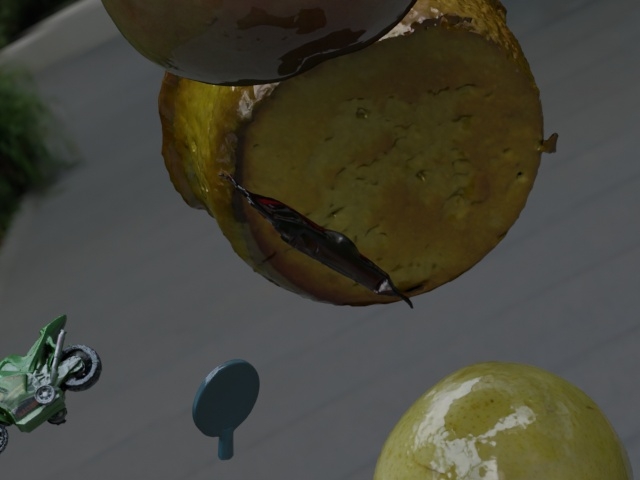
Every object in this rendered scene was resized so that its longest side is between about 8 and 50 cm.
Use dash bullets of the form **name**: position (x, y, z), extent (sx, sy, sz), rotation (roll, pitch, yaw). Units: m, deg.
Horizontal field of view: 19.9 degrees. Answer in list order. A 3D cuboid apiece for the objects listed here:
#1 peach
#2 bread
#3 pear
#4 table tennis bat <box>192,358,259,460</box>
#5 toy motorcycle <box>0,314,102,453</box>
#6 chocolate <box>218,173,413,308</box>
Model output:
- **peach**: position (-0.047, -0.250, 1.489), extent (0.292, 0.248, 0.292), rotation (-1, 7, 0)
- **bread**: position (0.034, -0.113, 1.877), extent (0.398, 0.398, 0.215), rotation (-28, 35, 1)
- **pear**: position (0.208, 0.292, 2.016), extent (0.309, 0.309, 0.309), rotation (-27, 13, 6)
- **table tennis bat**: position (-0.118, 0.215, 2.292), extent (0.100, 0.155, 0.019), rotation (-25, 44, -31)
- **toy motorcycle**: position (-0.353, 0.176, 2.158), extent (0.190, 0.106, 0.074), rotation (-37, -24, -13)
- **chocolate**: position (0.000, 0.000, 1.448), extent (0.028, 0.182, 0.086), rotation (-58, 27, 4)
